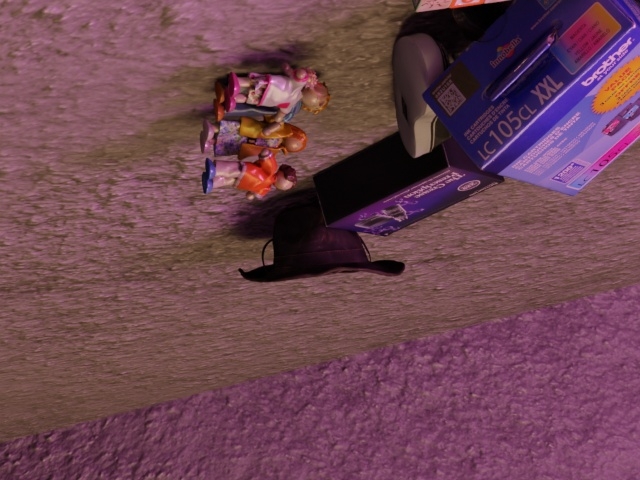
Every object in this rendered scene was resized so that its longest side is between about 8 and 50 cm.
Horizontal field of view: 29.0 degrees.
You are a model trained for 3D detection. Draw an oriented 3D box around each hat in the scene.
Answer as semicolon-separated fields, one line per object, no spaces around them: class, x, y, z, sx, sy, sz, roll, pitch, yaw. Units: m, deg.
hat;0.000;0.000;2.248;0.332;0.133;0.331;-2;-178;0

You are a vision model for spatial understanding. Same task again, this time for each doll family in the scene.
doll family;-0.073;-0.175;1.736;0.163;0.118;0.263;-1;141;-20

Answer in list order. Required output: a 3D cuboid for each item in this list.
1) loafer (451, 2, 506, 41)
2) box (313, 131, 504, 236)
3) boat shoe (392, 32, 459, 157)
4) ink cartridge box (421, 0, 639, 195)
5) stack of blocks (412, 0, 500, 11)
loafer;0.219;-0.284;1.664;0.061;0.062;0.170;-20;161;34
box;0.150;-0.104;2.111;0.261;0.103;0.184;-26;162;33
boat shoe;0.171;-0.212;1.764;0.105;0.113;0.306;-21;157;-5
ink cartridge box;0.320;-0.214;1.652;0.270;0.151;0.395;-45;153;21
stack of blocks;0.254;-0.358;1.409;0.297;0.087;0.171;-10;163;-12
